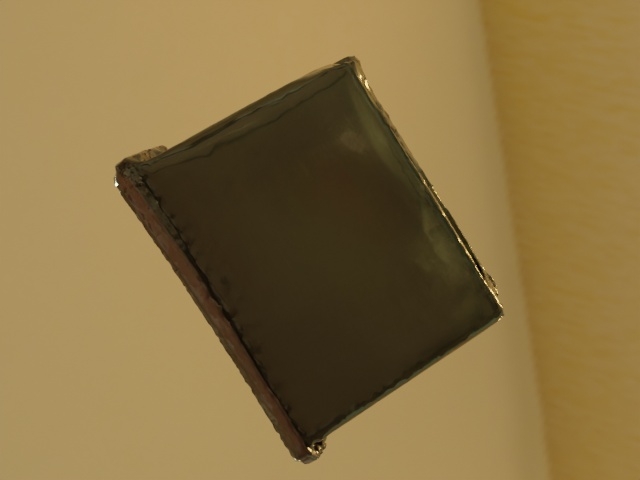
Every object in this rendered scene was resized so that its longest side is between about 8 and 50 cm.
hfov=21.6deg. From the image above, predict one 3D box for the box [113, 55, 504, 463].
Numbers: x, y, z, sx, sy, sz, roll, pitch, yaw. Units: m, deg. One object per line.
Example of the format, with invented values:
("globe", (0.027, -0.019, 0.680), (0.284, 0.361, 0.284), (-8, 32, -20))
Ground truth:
("box", (0.000, 0.000, 0.412), (0.085, 0.063, 0.060), (57, -172, -2))
